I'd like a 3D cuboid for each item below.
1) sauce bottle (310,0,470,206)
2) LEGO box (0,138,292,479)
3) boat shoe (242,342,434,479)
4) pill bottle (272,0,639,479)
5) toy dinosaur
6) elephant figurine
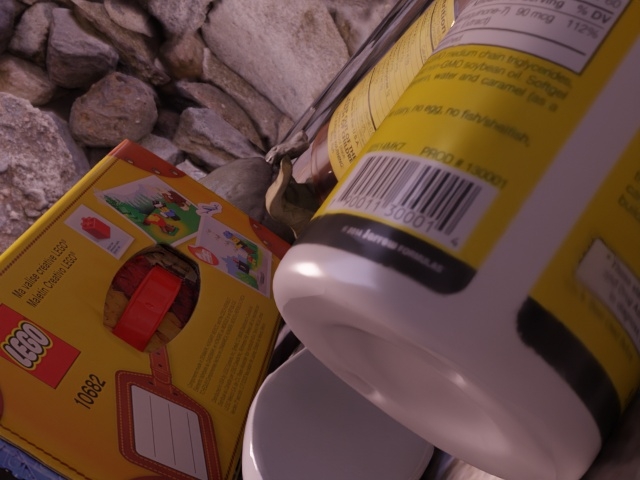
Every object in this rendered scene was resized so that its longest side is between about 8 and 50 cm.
[{"bbox_3d":[0.113,-0.105,0.689,0.344,0.111,0.111,-40,14,53],"label":"sauce bottle"},{"bbox_3d":[-0.209,0.177,0.889,0.372,0.193,0.500,-55,6,16],"label":"LEGO box"},{"bbox_3d":[0.006,0.083,0.589,0.228,0.080,0.076,-74,5,-64],"label":"boat shoe"},{"bbox_3d":[0.088,-0.032,0.429,0.208,0.119,0.119,-54,7,-16],"label":"pill bottle"},{"bbox_3d":[0.000,0.000,0.908,0.268,0.064,0.118,-7,-78,-74],"label":"toy dinosaur"},{"bbox_3d":[-0.084,0.037,1.197,0.169,0.186,0.239,-8,31,8],"label":"elephant figurine"}]
